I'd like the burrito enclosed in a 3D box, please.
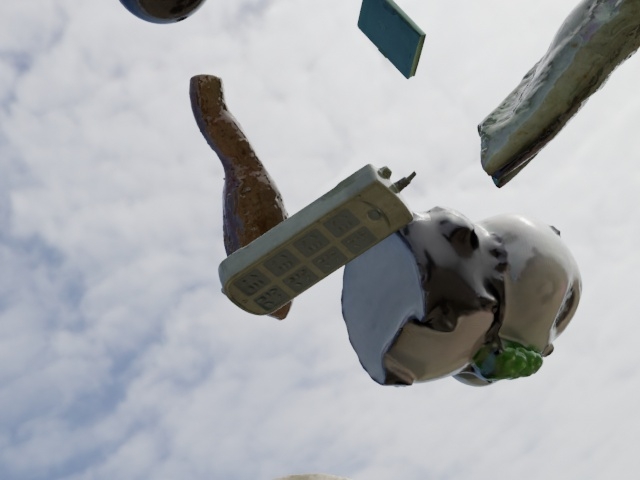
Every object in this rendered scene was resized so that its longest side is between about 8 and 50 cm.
[{"bbox_3d":[0.240,-0.175,0.977,0.309,0.066,0.096,-52,4,13],"label":"burrito"}]

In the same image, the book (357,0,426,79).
[{"bbox_3d":[0.108,-0.322,1.734,0.017,0.135,0.103,-28,-26,-25],"label":"book"}]

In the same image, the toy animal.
[{"bbox_3d":[0.167,0.069,1.264,0.266,0.213,0.213,6,-47,-25],"label":"toy animal"}]

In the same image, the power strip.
[{"bbox_3d":[0.000,0.000,1.086,0.227,0.029,0.080,-34,-45,14],"label":"power strip"}]

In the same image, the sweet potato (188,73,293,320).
[{"bbox_3d":[-0.109,-0.062,1.656,0.109,0.385,0.109,-15,7,2],"label":"sweet potato"}]

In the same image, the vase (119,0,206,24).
[{"bbox_3d":[-0.182,-0.284,1.131,0.120,0.120,0.183,-44,-17,20],"label":"vase"}]

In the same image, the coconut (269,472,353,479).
[{"bbox_3d":[-0.017,0.419,1.297,0.328,0.329,0.329,-20,-35,-15],"label":"coconut"}]
